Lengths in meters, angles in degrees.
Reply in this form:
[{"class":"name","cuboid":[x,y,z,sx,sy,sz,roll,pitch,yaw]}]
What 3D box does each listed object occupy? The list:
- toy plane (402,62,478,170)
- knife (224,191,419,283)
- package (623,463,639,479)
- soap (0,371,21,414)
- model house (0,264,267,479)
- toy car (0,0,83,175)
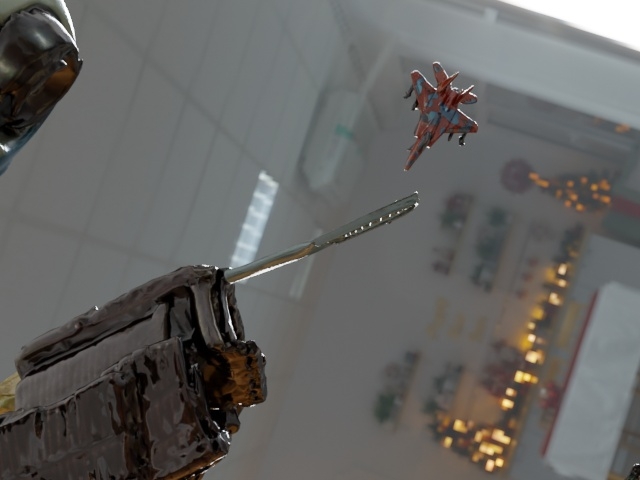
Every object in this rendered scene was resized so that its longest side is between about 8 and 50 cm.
[{"class":"toy plane","cuboid":[0.156,-0.165,1.764,0.189,0.130,0.061,-56,16,-24]},{"class":"knife","cuboid":[0.000,0.001,1.051,0.028,0.210,0.015,13,-120,-55]},{"class":"package","cuboid":[0.293,0.359,1.279,0.232,0.040,0.166,-35,-68,-23]},{"class":"soap","cuboid":[-0.457,0.268,1.935,0.306,0.115,0.427,-32,-11,-45]},{"class":"model house","cuboid":[-0.175,0.241,1.230,0.283,0.317,0.297,-100,-15,-55]},{"class":"toy car","cuboid":[-0.292,-0.105,0.855,0.255,0.188,0.190,-46,-4,-23]}]
